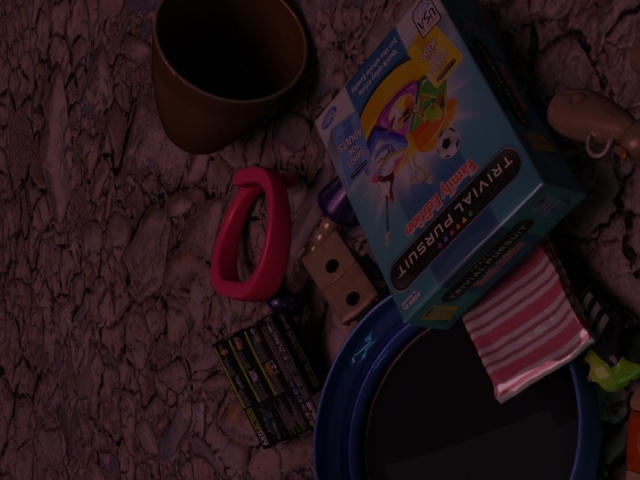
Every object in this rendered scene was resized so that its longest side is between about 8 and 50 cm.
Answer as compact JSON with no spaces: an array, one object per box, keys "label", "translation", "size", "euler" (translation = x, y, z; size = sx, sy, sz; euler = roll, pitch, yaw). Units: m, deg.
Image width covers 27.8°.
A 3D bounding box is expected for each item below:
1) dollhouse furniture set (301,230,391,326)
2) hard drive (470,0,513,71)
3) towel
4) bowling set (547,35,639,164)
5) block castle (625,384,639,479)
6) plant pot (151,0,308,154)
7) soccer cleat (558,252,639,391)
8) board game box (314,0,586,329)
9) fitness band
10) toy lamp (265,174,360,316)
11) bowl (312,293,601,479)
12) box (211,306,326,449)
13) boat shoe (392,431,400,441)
[{"label":"dollhouse furniture set","translation":[0.101,0.033,1.756],"size":[0.184,0.129,0.129],"euler":[-41,54,12]},{"label":"hard drive","translation":[0.186,-0.163,1.657],"size":[0.172,0.054,0.254],"euler":[-30,66,51]},{"label":"towel","translation":[0.225,0.074,1.508],"size":[0.144,0.029,0.197],"euler":[-41,51,28]},{"label":"bowling set","translation":[0.393,-0.123,1.303],"size":[0.200,0.287,0.154],"euler":[57,169,-32]},{"label":"block castle","translation":[0.443,0.254,1.103],"size":[0.213,0.303,0.453],"euler":[8,97,61]},{"label":"plant pot","translation":[-0.168,-0.251,2.036],"size":[0.254,0.237,0.237],"euler":[123,134,-58]},{"label":"soccer cleat","translation":[0.322,0.087,1.481],"size":[0.072,0.060,0.179],"euler":[-28,59,22]},{"label":"board game box","translation":[0.142,-0.103,1.562],"size":[0.254,0.079,0.336],"euler":[-49,48,32]},{"label":"fitness band","translation":[-0.107,-0.009,2.004],"size":[0.291,0.054,0.209],"euler":[-179,101,-69]},{"label":"toy lamp","translation":[0.000,0.000,1.906],"size":[0.274,0.080,0.080],"euler":[-56,48,40]},{"label":"bowl","translation":[0.163,0.236,1.580],"size":[0.391,0.077,0.391],"euler":[-16,64,36]},{"label":"box","translation":[-0.069,0.215,1.988],"size":[0.184,0.045,0.190],"euler":[-31,86,53]},{"label":"boat shoe","translation":[0.107,0.377,1.751],"size":[0.104,0.089,0.285],"euler":[25,111,52]}]
